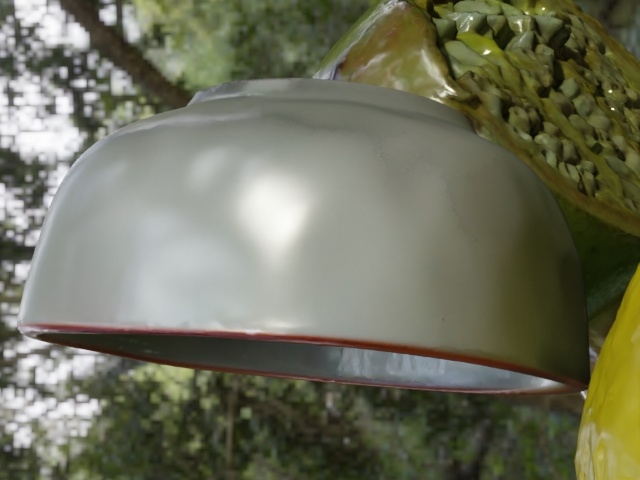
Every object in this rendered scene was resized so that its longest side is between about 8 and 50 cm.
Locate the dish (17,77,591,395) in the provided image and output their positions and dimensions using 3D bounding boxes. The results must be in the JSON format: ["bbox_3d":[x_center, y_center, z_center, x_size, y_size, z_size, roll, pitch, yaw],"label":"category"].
[{"bbox_3d":[0.000,0.000,0.654,0.256,0.256,0.117,44,-130,-77],"label":"dish"}]

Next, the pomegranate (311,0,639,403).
[{"bbox_3d":[0.123,0.005,0.928,0.310,0.216,0.358,0,-123,-53],"label":"pomegranate"}]

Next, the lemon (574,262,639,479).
[{"bbox_3d":[0.211,0.092,0.463,0.268,0.268,0.322,62,-172,-71],"label":"lemon"}]
